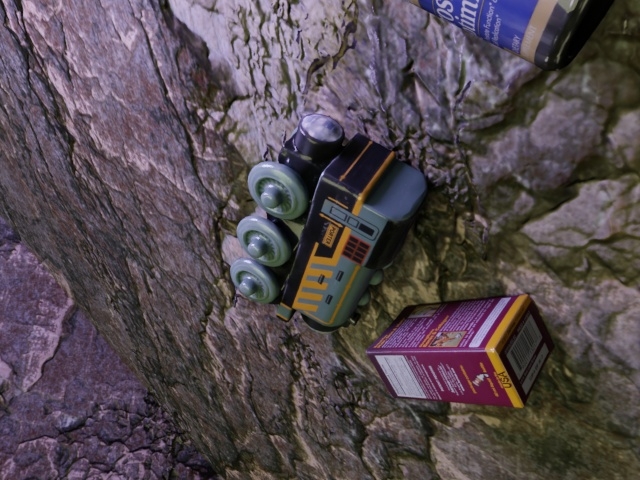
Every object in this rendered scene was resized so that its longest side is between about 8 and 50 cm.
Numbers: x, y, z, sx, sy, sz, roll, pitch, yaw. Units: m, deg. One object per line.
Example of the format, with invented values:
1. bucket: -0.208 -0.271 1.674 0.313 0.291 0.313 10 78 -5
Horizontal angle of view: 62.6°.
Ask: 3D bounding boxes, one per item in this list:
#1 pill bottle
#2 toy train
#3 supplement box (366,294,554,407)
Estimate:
1. pill bottle: 0.114 -0.229 0.395 0.219 0.123 0.122 35 138 19
2. toy train: 0.000 0.000 0.679 0.190 0.142 0.333 31 138 9
3. supplement box: 0.165 0.134 0.642 0.188 0.104 0.080 -15 109 49
